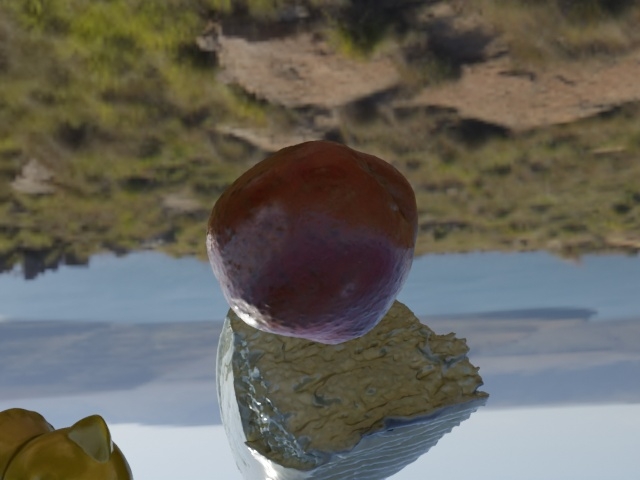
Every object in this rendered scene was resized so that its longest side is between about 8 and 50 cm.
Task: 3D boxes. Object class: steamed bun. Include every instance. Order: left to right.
[{"bbox_3d":[0.011,0.162,1.284,0.290,0.272,0.273,-7,147,-35],"label":"steamed bun"}]

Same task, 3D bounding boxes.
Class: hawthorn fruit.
[{"bbox_3d":[0.000,0.000,0.608,0.128,0.128,0.128,-3,172,0],"label":"hawthorn fruit"}]

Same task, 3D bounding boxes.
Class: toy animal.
[{"bbox_3d":[-0.288,0.246,1.089,0.230,0.156,0.156,-1,174,31],"label":"toy animal"}]
